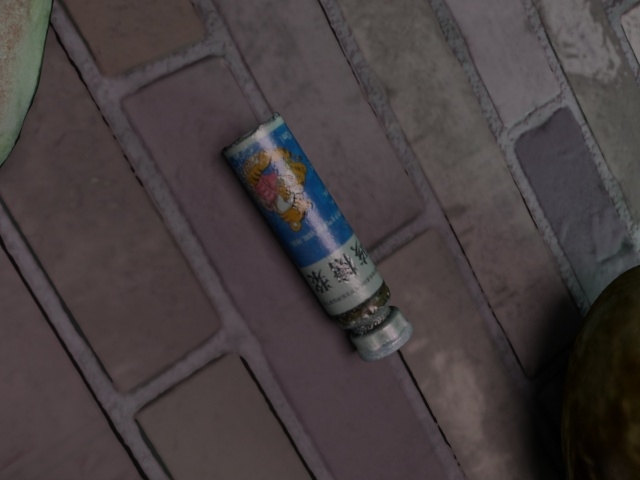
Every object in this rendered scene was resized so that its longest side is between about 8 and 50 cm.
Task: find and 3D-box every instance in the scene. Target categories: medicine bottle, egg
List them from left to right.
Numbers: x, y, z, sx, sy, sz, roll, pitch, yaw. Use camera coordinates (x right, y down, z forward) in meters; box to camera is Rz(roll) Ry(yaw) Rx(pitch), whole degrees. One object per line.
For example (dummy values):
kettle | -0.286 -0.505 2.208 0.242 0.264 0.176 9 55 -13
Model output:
medicine bottle | 0.000 0.000 0.547 0.051 0.051 0.191 -39 104 -25
egg | 0.309 0.155 0.593 0.238 0.238 0.290 -15 75 -28

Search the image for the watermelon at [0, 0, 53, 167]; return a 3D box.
watermelon | -0.239 -0.111 0.359 0.224 0.180 0.305 32 73 -32
